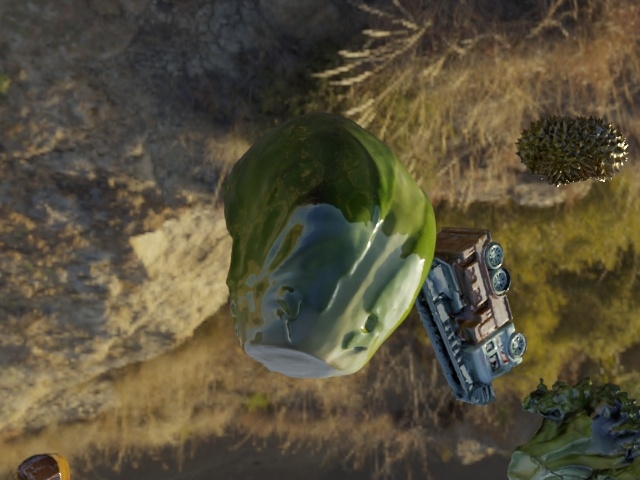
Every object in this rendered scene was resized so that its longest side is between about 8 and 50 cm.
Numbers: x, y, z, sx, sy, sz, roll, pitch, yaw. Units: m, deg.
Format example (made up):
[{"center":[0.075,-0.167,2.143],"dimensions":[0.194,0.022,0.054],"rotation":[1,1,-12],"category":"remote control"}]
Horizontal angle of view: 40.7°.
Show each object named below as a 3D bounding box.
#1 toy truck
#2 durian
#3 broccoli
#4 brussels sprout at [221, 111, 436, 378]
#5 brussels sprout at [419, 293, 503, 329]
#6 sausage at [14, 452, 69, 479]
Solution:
[{"center":[0.280,0.157,1.687],"dimensions":[0.184,0.338,0.133],"rotation":[-31,-158,-34],"category":"toy truck"},{"center":[0.546,-0.207,1.863],"dimensions":[0.249,0.183,0.138],"rotation":[-10,164,-20],"category":"durian"},{"center":[0.488,0.429,1.727],"dimensions":[0.280,0.293,0.348],"rotation":[4,141,-42],"category":"broccoli"},{"center":[0.000,0.000,1.219],"dimensions":[0.314,0.371,0.276],"rotation":[-17,149,26],"category":"brussels sprout"},{"center":[0.317,0.124,2.000],"dimensions":[0.244,0.244,0.244],"rotation":[0,153,0],"category":"brussels sprout"},{"center":[-0.607,0.517,1.893],"dimensions":[0.108,0.109,0.270],"rotation":[3,166,-8],"category":"sausage"}]
